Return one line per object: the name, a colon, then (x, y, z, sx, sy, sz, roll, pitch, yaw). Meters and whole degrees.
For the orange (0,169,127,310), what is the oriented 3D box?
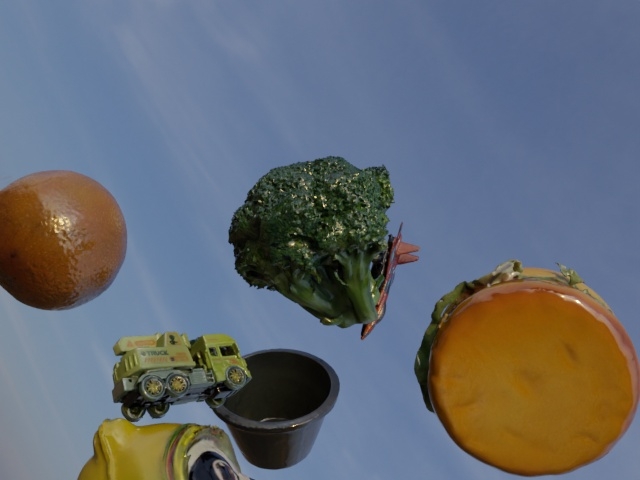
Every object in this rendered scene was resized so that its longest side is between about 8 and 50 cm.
orange: (-0.477, -0.005, 1.290, 0.264, 0.264, 0.264, 33, -44, 39)

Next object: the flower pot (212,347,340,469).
flower pot: (-0.092, 0.361, 1.477, 0.269, 0.269, 0.166, 27, -50, 43)

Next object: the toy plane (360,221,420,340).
toy plane: (0.091, 0.066, 1.084, 0.061, 0.189, 0.130, 25, -27, 17)

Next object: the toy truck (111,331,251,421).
toy truck: (-0.178, 0.158, 0.887, 0.077, 0.168, 0.100, -46, -124, 41)

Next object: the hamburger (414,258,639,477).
hamburger: (0.235, 0.137, 0.818, 0.246, 0.170, 0.246, 3, -78, 12)

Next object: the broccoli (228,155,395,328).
broccoli: (0.000, 0.000, 1.022, 0.294, 0.265, 0.245, 11, -52, 61)

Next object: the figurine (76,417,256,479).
figurine: (-0.155, 0.356, 0.754, 0.340, 0.231, 0.324, 63, -1, 34)
